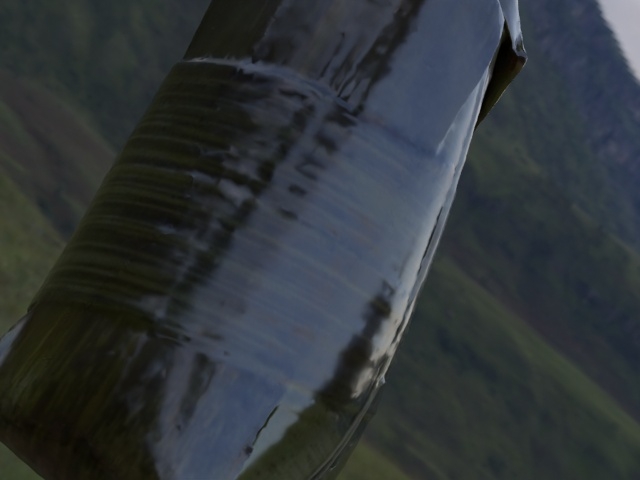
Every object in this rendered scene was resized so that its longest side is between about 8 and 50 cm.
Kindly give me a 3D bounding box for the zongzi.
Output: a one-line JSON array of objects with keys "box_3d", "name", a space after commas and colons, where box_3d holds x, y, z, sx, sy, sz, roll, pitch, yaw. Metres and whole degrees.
[{"box_3d": [0.000, 0.000, 0.511, 0.111, 0.248, 0.241, 28, -10, 16], "name": "zongzi"}]
